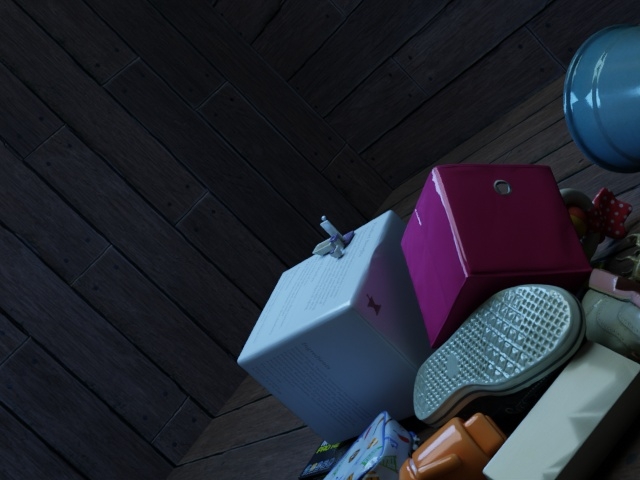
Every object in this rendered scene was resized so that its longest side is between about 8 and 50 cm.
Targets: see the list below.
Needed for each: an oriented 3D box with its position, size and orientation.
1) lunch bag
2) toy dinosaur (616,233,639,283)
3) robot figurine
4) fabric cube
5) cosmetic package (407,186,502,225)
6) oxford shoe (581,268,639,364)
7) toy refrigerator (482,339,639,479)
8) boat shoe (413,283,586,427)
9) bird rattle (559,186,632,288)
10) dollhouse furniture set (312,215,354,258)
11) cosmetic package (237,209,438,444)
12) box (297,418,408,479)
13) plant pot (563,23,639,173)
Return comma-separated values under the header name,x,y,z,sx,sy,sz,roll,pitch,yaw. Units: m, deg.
name,x,y,z,sx,sy,sz,roll,pitch,yaw
lunch bag,0.084,0.498,1.767,0.303,0.115,0.243,-50,4,17
toy dinosaur,0.637,0.021,1.688,0.183,0.053,0.092,-53,24,-3
robot figurine,0.227,0.399,1.527,0.219,0.128,0.158,-44,8,9
fabric cube,0.329,0.031,1.691,0.259,0.254,0.258,106,159,-51
cosmetic package,0.339,0.008,2.612,0.453,0.161,0.230,-40,-11,34
oxford shoe,0.518,0.157,1.380,0.397,0.140,0.146,-93,25,-82
toy refrigerator,0.379,0.293,1.320,0.269,0.094,0.102,-48,41,-13
boat shoe,0.333,0.221,1.558,0.500,0.156,0.187,126,154,-55
bird rattle,0.546,-0.021,1.827,0.253,0.207,0.143,-57,29,-14
dollhouse furniture set,0.000,0.000,2.002,0.114,0.081,0.091,-28,22,44
cosmetic package,0.090,0.209,2.005,0.394,0.327,0.329,-31,22,41
box,0.081,0.489,2.085,0.216,0.060,0.270,-52,10,-35
plant pot,0.755,-0.316,1.838,0.341,0.341,0.334,-47,16,-12
